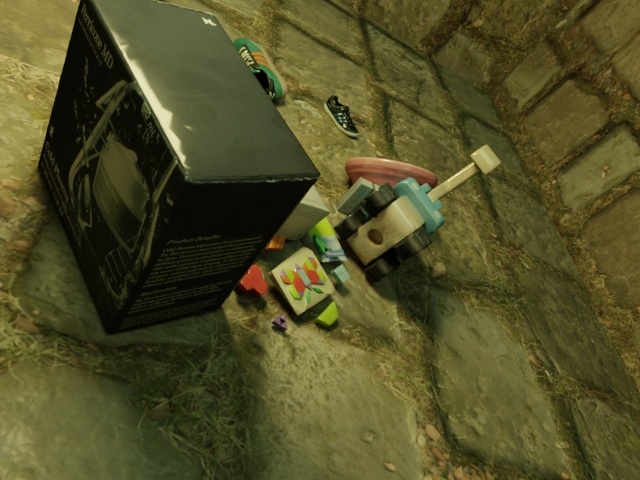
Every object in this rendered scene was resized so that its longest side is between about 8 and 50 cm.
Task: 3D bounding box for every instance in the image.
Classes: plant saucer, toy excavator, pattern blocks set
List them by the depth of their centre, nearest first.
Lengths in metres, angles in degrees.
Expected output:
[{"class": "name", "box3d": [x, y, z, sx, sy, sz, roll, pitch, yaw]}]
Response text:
[{"class": "pattern blocks set", "box3d": [-0.049, 0.106, 1.358, 0.285, 0.026, 0.325, 48, 43, -8]}, {"class": "toy excavator", "box3d": [0.320, -0.117, 1.604, 0.222, 0.433, 0.445, 53, 42, 4]}, {"class": "plant saucer", "box3d": [0.245, -0.211, 1.806, 0.333, 0.332, 0.084, 13, 86, -32]}]

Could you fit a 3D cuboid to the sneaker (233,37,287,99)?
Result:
[{"class": "sneaker", "box3d": [-0.252, -0.656, 1.921, 0.302, 0.108, 0.121, 51, 34, 11]}]

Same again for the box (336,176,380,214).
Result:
[{"class": "box", "box3d": [0.172, -0.126, 1.735, 0.186, 0.145, 0.038, 21, 44, -26]}]

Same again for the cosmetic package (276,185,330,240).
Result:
[{"class": "cosmetic package", "box3d": [-0.161, -0.196, 1.466, 0.217, 0.156, 0.384, 8, 45, -59]}]

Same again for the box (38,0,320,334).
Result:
[{"class": "box", "box3d": [-0.325, -0.147, 1.046, 0.298, 0.471, 0.479, -9, 59, -46]}]

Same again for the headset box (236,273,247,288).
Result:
[{"class": "headset box", "box3d": [-0.210, 0.077, 1.288, 0.062, 0.032, 0.083, -12, 63, -47]}]

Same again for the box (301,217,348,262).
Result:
[{"class": "box", "box3d": [0.000, 0.000, 1.541, 0.109, 0.042, 0.178, -2, 56, -42]}]

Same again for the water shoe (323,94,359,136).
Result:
[{"class": "water shoe", "box3d": [0.095, -0.520, 2.113, 0.203, 0.080, 0.073, 48, 38, 8]}]
